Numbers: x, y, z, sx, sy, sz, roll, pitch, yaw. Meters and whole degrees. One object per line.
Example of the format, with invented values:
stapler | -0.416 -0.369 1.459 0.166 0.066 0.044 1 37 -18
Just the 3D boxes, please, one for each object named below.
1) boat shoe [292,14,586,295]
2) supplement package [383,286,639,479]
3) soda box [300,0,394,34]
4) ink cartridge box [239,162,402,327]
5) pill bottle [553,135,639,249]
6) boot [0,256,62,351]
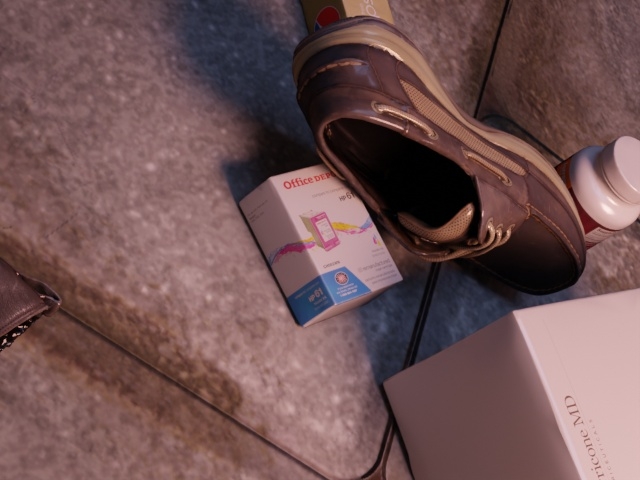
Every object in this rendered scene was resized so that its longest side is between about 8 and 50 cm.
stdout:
boat shoe | 0.102 -0.040 1.183 0.355 0.132 0.130 36 41 -29
supplement package | 0.234 0.152 1.165 0.293 0.175 0.178 -7 70 -41
soda box | 0.036 -0.174 1.284 0.061 0.058 0.181 4 63 -37
ink cartridge box | 0.000 0.000 1.154 0.088 0.052 0.122 -18 75 -44
pill bottle | 0.250 -0.037 1.308 0.086 0.152 0.086 20 53 -29
boot | -0.309 0.017 0.859 0.229 0.091 0.263 52 43 4
